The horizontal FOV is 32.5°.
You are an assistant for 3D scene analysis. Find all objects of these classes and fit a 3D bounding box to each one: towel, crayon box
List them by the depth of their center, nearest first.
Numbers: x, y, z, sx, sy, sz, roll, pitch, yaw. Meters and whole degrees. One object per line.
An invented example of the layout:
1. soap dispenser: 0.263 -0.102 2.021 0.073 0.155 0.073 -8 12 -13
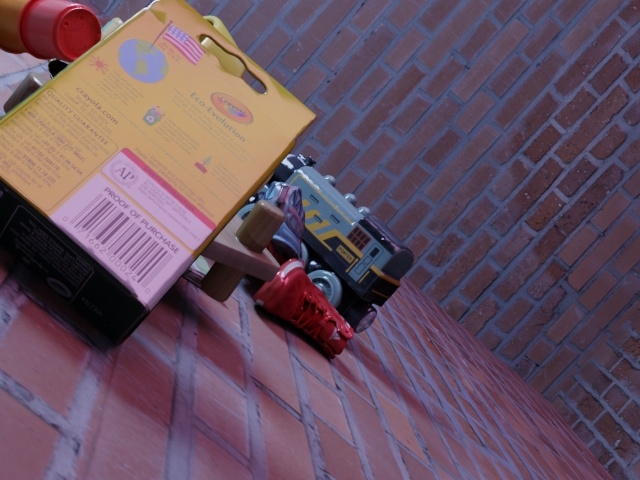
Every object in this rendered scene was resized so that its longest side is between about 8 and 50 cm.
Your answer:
1. crayon box: -0.159 -0.080 1.013 0.202 0.081 0.318 42 46 -4
2. towel: -0.185 0.009 1.375 0.152 0.023 0.113 38 8 -40

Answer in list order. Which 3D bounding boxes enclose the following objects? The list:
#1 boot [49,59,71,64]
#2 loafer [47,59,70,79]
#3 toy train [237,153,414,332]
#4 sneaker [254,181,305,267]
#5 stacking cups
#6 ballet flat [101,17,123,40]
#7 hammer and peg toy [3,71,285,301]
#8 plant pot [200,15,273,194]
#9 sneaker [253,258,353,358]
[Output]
1. boot: -0.341 -0.247 1.971 0.236 0.089 0.269 29 -6 46
2. loafer: -0.393 -0.245 1.748 0.148 0.056 0.050 34 -1 41
3. toy train: 0.000 0.000 1.847 0.334 0.190 0.142 45 6 26
4. sneaker: -0.057 -0.021 1.656 0.104 0.125 0.262 16 -11 -4
5. stacking cups: -0.369 -0.257 1.287 0.316 0.096 0.096 23 -8 38
6. ballet flat: -0.313 -0.323 2.001 0.080 0.073 0.232 27 -7 38
7. hammer and peg toy: -0.209 -0.091 1.262 0.266 0.127 0.361 25 16 -42
8. plant pot: -0.196 -0.168 1.647 0.239 0.254 0.254 57 -1 -25
9. sneaker: -0.009 0.101 1.564 0.128 0.087 0.221 42 7 14
